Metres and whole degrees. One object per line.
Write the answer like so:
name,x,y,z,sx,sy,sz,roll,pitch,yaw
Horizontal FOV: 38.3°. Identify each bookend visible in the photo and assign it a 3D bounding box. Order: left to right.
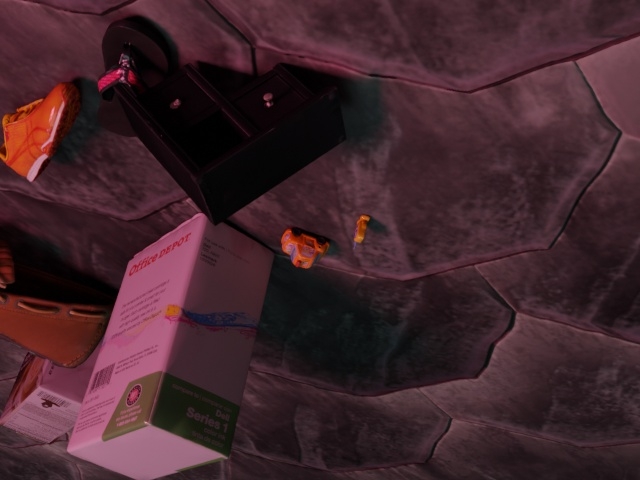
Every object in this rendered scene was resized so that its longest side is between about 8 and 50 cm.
bookend,-0.086,-0.121,0.880,0.156,0.157,0.072,47,163,33

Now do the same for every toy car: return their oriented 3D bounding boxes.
toy car,0.000,0.000,1.077,0.060,0.040,0.122,30,144,-22

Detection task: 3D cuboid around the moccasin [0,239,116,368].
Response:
moccasin,-0.449,0.049,1.234,0.380,0.139,0.147,31,101,-29

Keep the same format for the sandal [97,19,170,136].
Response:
sandal,-0.194,-0.151,0.928,0.067,0.040,0.179,19,147,-7

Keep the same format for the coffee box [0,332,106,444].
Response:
coffee box,-0.419,0.222,1.477,0.098,0.141,0.246,27,146,-20

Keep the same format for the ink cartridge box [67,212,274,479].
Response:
ink cartridge box,-0.180,0.133,1.130,0.117,0.278,0.201,30,144,-28

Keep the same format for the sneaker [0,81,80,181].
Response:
sneaker,-0.312,-0.121,1.000,0.067,0.064,0.175,37,139,-15
